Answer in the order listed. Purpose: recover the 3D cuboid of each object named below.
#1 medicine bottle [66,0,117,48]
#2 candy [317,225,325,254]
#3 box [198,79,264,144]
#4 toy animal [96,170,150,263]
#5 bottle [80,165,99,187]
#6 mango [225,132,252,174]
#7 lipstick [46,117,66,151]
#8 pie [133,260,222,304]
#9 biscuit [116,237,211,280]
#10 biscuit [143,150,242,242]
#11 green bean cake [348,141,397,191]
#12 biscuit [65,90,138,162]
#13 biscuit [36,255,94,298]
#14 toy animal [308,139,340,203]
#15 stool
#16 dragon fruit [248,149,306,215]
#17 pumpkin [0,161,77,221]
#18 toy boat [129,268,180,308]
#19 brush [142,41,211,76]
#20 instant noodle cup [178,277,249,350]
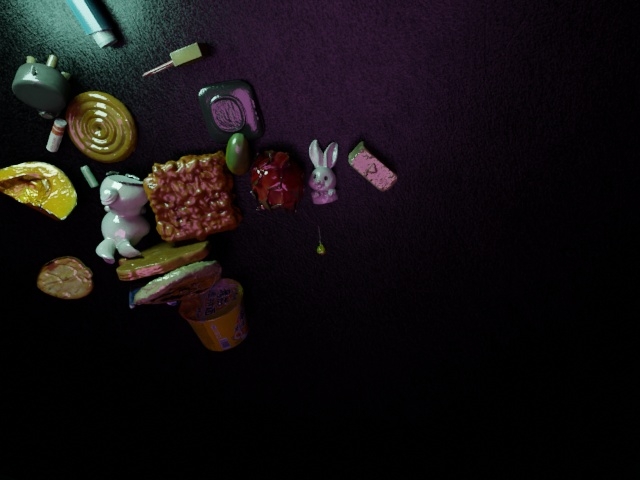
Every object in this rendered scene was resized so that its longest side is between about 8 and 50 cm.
[{"bbox_3d":[-0.731,-0.751,1.400,0.124,0.079,0.258,-20,114,11],"label":"medicine bottle"},{"bbox_3d":[0.000,0.000,1.757,0.035,0.035,0.122,-5,107,1],"label":"candy"},{"bbox_3d":[-0.310,-0.444,1.548,0.201,0.042,0.212,-8,116,9],"label":"box"},{"bbox_3d":[-0.723,-0.084,1.638,0.183,0.247,0.309,10,104,-16],"label":"toy animal"},{"bbox_3d":[-0.873,-0.241,1.678,0.031,0.030,0.083,-17,113,11],"label":"bottle"},{"bbox_3d":[-0.282,-0.301,1.542,0.092,0.130,0.194,6,154,-9],"label":"mango"},{"bbox_3d":[-0.950,-0.378,1.598,0.038,0.038,0.130,33,124,-13],"label":"lipstick"},{"bbox_3d":[-0.520,0.170,1.641,0.339,0.339,0.077,-25,78,14],"label":"pie"},{"bbox_3d":[-0.584,0.061,1.648,0.352,0.312,0.057,-24,111,-35],"label":"biscuit"},{"bbox_3d":[-0.465,-0.153,1.625,0.319,0.110,0.311,-13,116,-9],"label":"biscuit"},{"bbox_3d":[0.186,-0.262,1.576,0.179,0.109,0.085,38,111,-15],"label":"green bean cake"},{"bbox_3d":[-0.788,-0.401,1.595,0.262,0.037,0.261,1,115,2],"label":"biscuit"},{"bbox_3d":[-1.083,0.162,1.879,0.260,0.041,0.202,-15,117,10],"label":"biscuit"},{"bbox_3d":[0.009,-0.243,1.588,0.104,0.131,0.220,2,114,18],"label":"toy animal"},{"bbox_3d":[-0.929,-0.514,1.484,0.153,0.139,0.228,20,150,-36],"label":"stool"},{"bbox_3d":[-0.146,-0.199,1.579,0.193,0.192,0.274,-17,114,34],"label":"dragon fruit"},{"bbox_3d":[-1.059,-0.203,1.675,0.312,0.148,0.169,30,73,-15],"label":"pumpkin"},{"bbox_3d":[-0.653,0.210,1.827,0.309,0.129,0.142,-22,98,6],"label":"toy boat"},{"bbox_3d":[-0.483,-0.586,1.457,0.234,0.103,0.047,-17,111,11],"label":"brush"},{"bbox_3d":[-0.412,0.307,1.811,0.265,0.264,0.200,-9,124,7],"label":"instant noodle cup"}]
